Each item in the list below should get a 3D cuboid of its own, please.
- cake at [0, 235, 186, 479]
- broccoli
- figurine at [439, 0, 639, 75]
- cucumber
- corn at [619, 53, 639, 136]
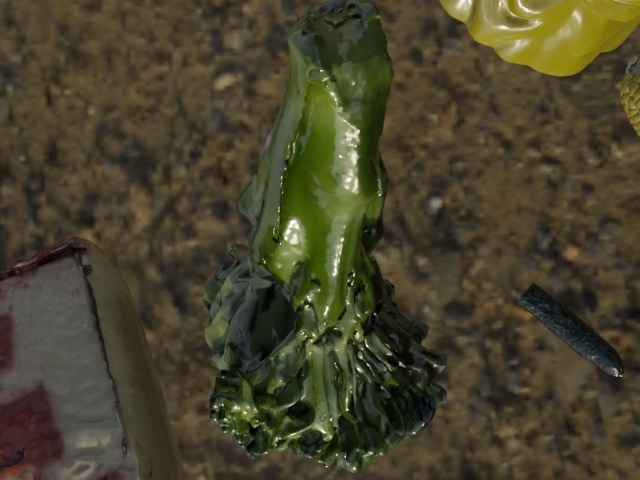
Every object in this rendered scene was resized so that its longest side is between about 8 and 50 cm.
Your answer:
[{"bbox_3d":[-0.193,0.117,0.811,0.262,0.159,0.158,-19,73,14],"label":"cake"},{"bbox_3d":[0.005,-0.004,0.832,0.304,0.145,0.165,92,173,-46],"label":"broccoli"},{"bbox_3d":[0.175,-0.188,0.563,0.315,0.168,0.187,-11,52,61],"label":"figurine"},{"bbox_3d":[0.265,0.095,1.561,0.133,0.032,0.032,39,126,12],"label":"cucumber"},{"bbox_3d":[0.311,-0.064,1.202,0.206,0.067,0.067,57,134,11],"label":"corn"}]
